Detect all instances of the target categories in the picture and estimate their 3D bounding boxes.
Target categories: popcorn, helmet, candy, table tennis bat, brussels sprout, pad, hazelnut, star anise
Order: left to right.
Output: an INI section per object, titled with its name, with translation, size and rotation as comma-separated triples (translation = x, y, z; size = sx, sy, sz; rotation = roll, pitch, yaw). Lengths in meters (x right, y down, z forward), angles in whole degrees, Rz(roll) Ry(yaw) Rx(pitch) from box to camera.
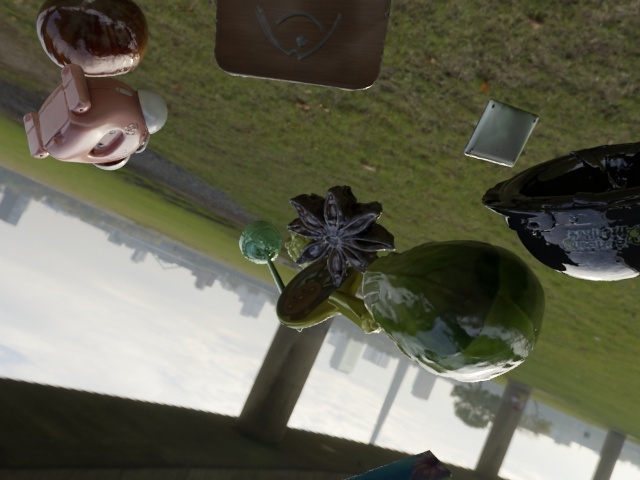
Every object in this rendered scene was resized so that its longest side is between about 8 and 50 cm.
[hazelnut]
translation = -0.458, -0.428, 1.186
size = 0.212, 0.180, 0.181
rotation = -7, -141, -21
[candy]
translation = -0.118, 0.083, 1.510
size = 0.119, 0.119, 0.440
rotation = 28, -162, -33
[pad]
translation = -0.028, -0.398, 0.942
size = 0.287, 0.283, 0.018
rotation = 10, -166, 11
[popcorn]
translation = 0.008, -0.005, 1.809
size = 0.217, 0.235, 0.181
rotation = -35, 90, 41
[table tennis bat]
translation = 0.023, 0.123, 1.277
size = 0.054, 0.224, 0.369
rotation = 55, 165, -26
[star anise]
translation = 0.044, -0.023, 1.223
size = 0.236, 0.109, 0.223
rotation = 29, 135, 6
[brussels sprout]
translation = 0.203, 0.103, 0.923
size = 0.272, 0.219, 0.210
rotation = 12, 157, 28
[helmet]
translation = 0.375, -0.028, 0.791
size = 0.279, 0.160, 0.230
rotation = -13, -161, 27

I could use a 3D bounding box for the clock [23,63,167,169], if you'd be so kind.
[clock]
translation = -0.321, -0.165, 0.861
size = 0.166, 0.092, 0.162
rotation = -35, 157, 30

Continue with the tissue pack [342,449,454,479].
[tissue pack]
translation = 0.102, 0.491, 0.960
size = 0.264, 0.198, 0.146
rotation = -13, -163, -16

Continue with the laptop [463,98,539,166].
[laptop]
translation = 0.585, -0.341, 1.887
size = 0.269, 0.187, 0.015
rotation = 6, -153, -38
